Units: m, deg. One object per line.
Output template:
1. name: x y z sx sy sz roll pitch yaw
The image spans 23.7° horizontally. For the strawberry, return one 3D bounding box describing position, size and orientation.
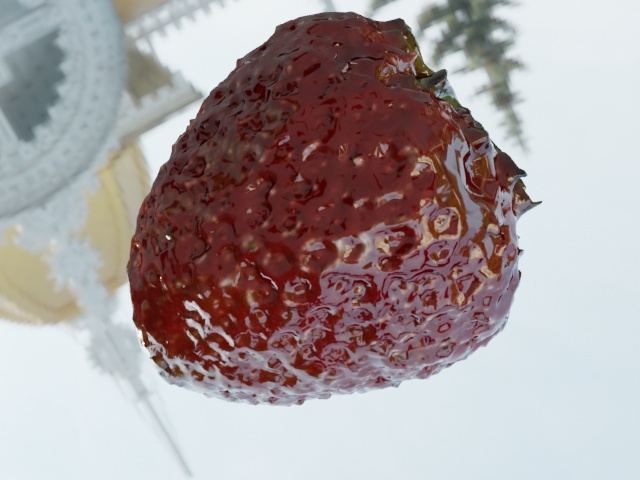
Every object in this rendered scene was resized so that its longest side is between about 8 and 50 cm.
1. strawberry: 0.000 0.000 1.021 0.277 0.257 0.257 -39 -154 0
